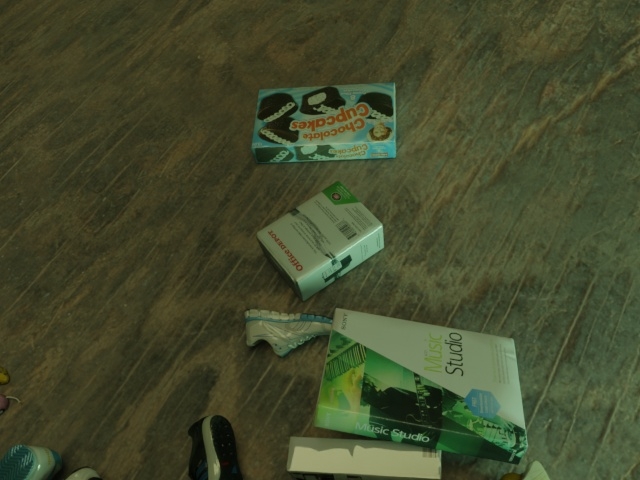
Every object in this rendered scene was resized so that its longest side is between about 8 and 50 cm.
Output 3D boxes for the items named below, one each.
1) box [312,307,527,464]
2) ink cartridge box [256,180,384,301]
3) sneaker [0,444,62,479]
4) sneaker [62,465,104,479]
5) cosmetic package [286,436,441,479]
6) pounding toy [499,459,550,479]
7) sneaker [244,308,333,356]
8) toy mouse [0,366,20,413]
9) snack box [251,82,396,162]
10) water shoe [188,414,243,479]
[{"bbox_3d":[0.163,0.229,1.087,0.322,0.058,0.232,8,36,4],"label":"box"},{"bbox_3d":[0.000,0.000,1.323,0.208,0.087,0.153,-32,58,-14],"label":"ink cartridge box"},{"bbox_3d":[-0.533,0.444,1.116,0.228,0.092,0.087,-46,62,2],"label":"sneaker"},{"bbox_3d":[-0.424,0.501,1.051,0.108,0.100,0.271,25,63,17],"label":"sneaker"},{"bbox_3d":[0.073,0.363,1.066,0.239,0.099,0.060,0,59,9],"label":"cosmetic package"},{"bbox_3d":[0.224,0.431,0.963,0.269,0.155,0.154,-24,69,-45],"label":"pounding toy"},{"bbox_3d":[-0.051,0.177,1.237,0.191,0.071,0.082,1,75,10],"label":"sneaker"},{"bbox_3d":[-0.652,0.301,1.258,0.161,0.031,0.143,21,62,21],"label":"toy mouse"},{"bbox_3d":[0.012,-0.271,1.518,0.322,0.060,0.187,-2,57,8],"label":"snack box"},{"bbox_3d":[-0.177,0.398,1.109,0.080,0.073,0.203,-27,59,36],"label":"water shoe"}]
